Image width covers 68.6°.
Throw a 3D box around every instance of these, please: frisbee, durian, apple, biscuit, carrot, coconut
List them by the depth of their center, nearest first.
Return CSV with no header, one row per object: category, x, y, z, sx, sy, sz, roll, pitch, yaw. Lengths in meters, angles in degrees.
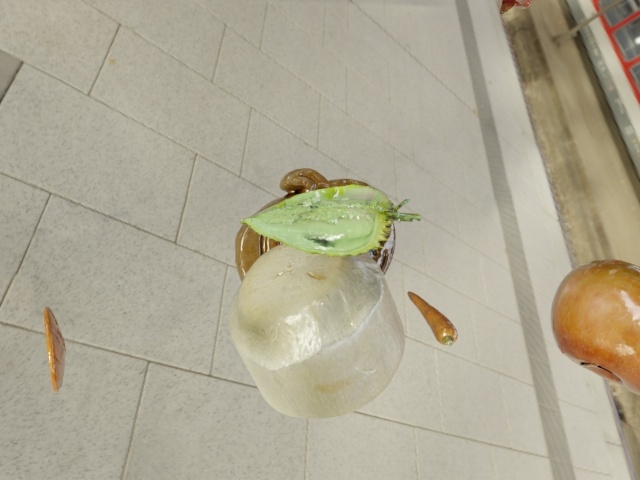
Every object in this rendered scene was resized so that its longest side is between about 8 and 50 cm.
durian,0.018,-0.023,0.535,0.100,0.216,0.086,-2,89,-64
coconut,0.000,0.138,0.691,0.237,0.238,0.265,-71,150,-41
apple,0.477,0.142,0.723,0.210,0.173,0.235,39,0,-41
biscuit,0.001,0.000,0.980,0.368,0.063,0.313,-23,111,-23
frisbee,-0.596,0.243,1.061,0.035,0.192,0.191,-8,73,-29
carrot,0.309,0.208,1.309,0.061,0.061,0.256,34,13,-27

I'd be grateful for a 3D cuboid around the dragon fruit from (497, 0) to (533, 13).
dragon fruit,0.241,-0.406,0.557,0.241,0.253,0.240,30,52,-48
